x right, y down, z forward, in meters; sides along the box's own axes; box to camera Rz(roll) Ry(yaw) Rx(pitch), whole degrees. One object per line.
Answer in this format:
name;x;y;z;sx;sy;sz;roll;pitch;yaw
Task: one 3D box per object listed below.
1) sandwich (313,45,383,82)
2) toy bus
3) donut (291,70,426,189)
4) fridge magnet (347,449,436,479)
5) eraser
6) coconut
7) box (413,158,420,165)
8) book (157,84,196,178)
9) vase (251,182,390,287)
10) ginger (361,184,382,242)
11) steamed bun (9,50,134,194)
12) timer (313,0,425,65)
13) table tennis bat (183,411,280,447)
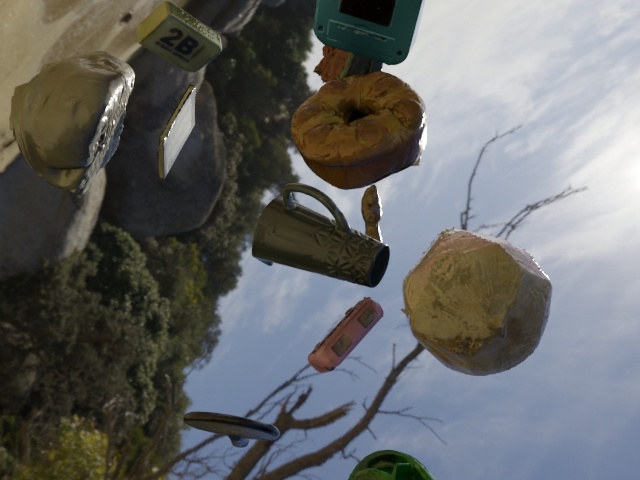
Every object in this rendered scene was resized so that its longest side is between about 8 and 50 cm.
sandwich;0.080;-0.481;1.501;0.160;0.109;0.184;38;-59;41
toy bus;0.060;0.213;1.306;0.203;0.063;0.090;-44;-178;-27
donut;0.065;-0.185;0.957;0.227;0.114;0.226;-10;-133;12
fridge magnet;0.095;0.402;0.807;0.208;0.088;0.208;-22;-119;47
eraser;-0.335;-0.481;1.385;0.117;0.172;0.058;-30;-120;27
coconut;0.413;0.168;1.537;0.405;0.404;0.404;-35;-160;15
box;0.327;-0.297;2.002;0.046;0.012;0.083;-1;-108;39
book;-0.400;-0.304;1.610;0.157;0.026;0.231;112;-4;-55
vase;0.000;0.000;1.284;0.301;0.251;0.156;20;-142;25
ginger;0.146;-0.056;1.653;0.059;0.214;0.133;-4;-172;2
steamed bun;-0.582;-0.295;1.341;0.309;0.219;0.324;127;-21;-45
timer;0.115;-0.536;1.264;0.250;0.232;0.091;102;14;-45
table tennis bat;-0.139;0.306;0.933;0.236;0.150;0.027;96;3;-63
